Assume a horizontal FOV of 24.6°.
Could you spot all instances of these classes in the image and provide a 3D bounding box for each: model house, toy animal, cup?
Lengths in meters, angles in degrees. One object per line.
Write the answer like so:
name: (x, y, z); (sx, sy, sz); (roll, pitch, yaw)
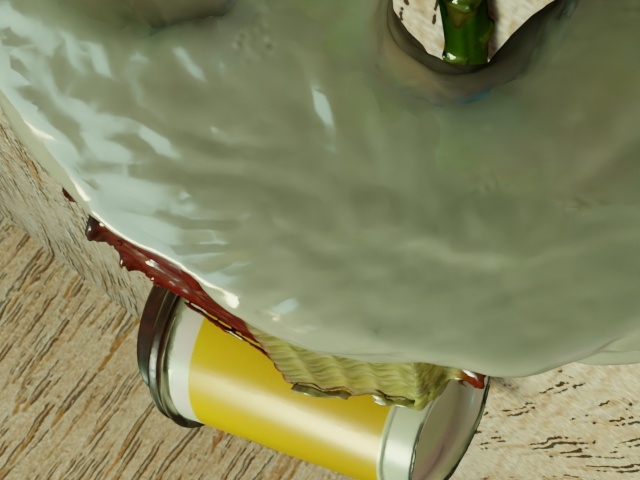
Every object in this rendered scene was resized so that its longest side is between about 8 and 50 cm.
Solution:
model house: (0.000, 0.000, 0.908); (0.254, 0.160, 0.196); (32, 166, 16)
toy animal: (0.045, -0.074, 0.561); (0.188, 0.308, 0.266); (-82, -24, -72)
cup: (-0.008, 0.103, 1.248); (0.280, 0.196, 0.196); (23, 161, 27)

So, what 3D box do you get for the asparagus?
asparagus: (0.068, -0.097, 0.678); (0.021, 0.025, 0.108); (23, 163, 17)
